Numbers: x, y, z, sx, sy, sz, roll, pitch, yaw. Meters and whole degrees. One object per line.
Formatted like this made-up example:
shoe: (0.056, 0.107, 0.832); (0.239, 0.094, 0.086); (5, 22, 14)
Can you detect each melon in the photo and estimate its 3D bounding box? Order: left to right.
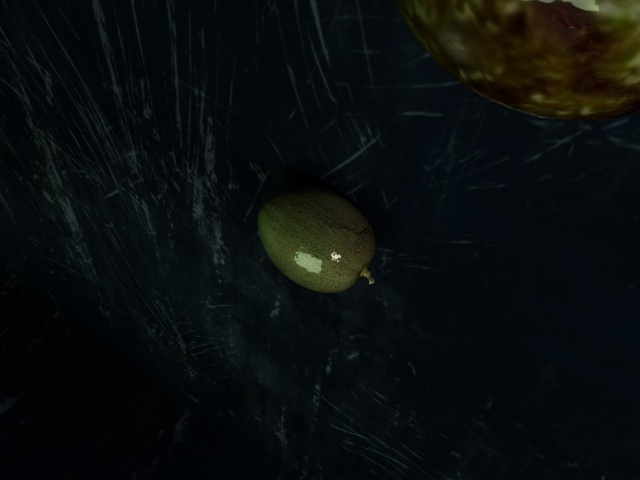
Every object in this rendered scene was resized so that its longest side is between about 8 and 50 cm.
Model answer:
melon: (0.000, 0.000, 1.091); (0.192, 0.139, 0.139); (36, 152, 14)

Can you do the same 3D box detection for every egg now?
egg: (0.160, -0.198, 0.507); (0.289, 0.238, 0.238); (9, 141, 54)
